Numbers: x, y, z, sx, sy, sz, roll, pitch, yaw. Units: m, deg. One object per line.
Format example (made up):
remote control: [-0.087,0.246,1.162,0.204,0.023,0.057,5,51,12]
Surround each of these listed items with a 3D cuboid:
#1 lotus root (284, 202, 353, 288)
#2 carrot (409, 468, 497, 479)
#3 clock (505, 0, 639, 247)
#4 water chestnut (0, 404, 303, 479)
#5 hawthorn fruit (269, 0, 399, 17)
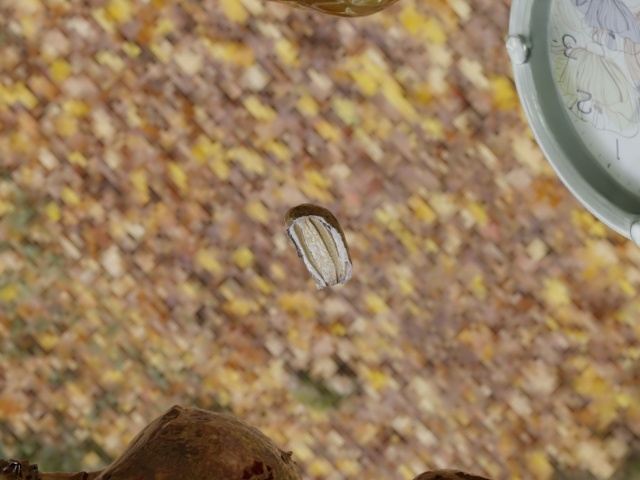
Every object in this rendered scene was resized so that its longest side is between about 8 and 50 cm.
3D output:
lotus root: [-0.001,-0.001,1.255,0.083,0.037,0.030,63,-171,-46]
carrot: [0.147,0.172,0.785,0.247,0.059,0.059,25,171,4]
clock: [0.218,-0.107,1.068,0.236,0.053,0.236,35,139,37]
water chestnut: [-0.169,0.289,1.501,0.302,0.350,0.350,38,171,8]
hawthorn fruit: [-0.009,-0.213,0.885,0.208,0.208,0.248,45,143,11]
